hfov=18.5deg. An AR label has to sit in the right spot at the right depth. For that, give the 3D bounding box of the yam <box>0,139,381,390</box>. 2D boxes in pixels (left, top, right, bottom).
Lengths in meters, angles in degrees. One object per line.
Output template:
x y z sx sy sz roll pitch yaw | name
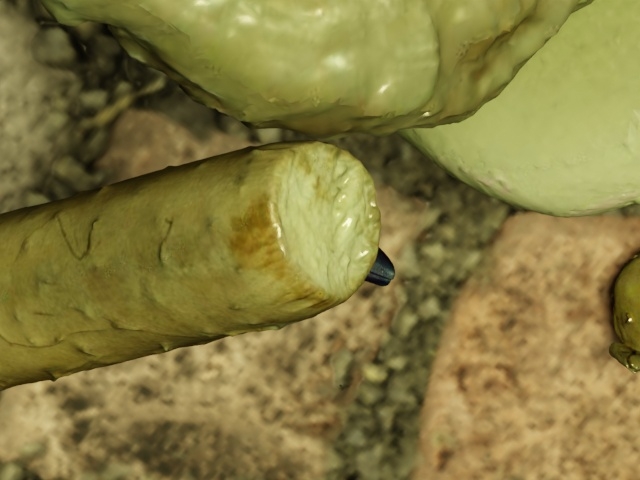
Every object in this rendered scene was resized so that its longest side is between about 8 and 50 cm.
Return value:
-0.133 0.023 0.793 0.083 0.371 0.083 13 72 -44 | yam

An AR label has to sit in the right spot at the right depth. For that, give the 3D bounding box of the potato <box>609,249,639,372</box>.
0.258 0.047 1.009 0.225 0.090 0.117 12 111 -9 | potato

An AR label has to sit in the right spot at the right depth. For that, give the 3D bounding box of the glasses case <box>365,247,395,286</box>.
0.000 0.000 0.964 0.083 0.033 0.023 20 91 -18 | glasses case

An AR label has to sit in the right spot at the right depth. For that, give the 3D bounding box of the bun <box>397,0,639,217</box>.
0.136 -0.156 0.857 0.187 0.293 0.293 -7 114 -50 | bun

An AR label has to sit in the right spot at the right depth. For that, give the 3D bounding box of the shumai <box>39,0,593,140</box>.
-0.066 -0.175 0.728 0.304 0.263 0.309 -26 103 -33 | shumai
